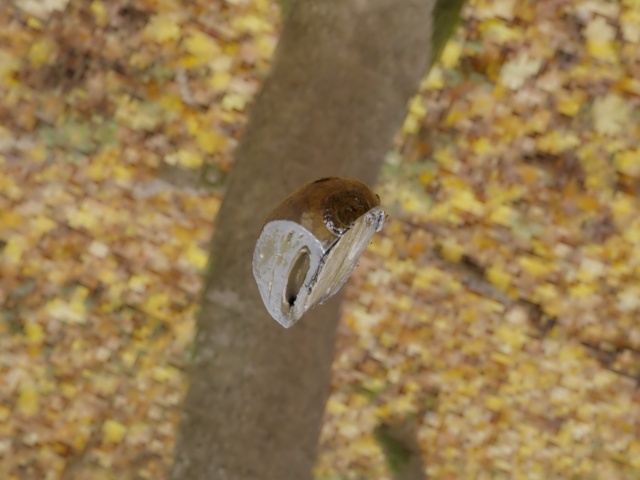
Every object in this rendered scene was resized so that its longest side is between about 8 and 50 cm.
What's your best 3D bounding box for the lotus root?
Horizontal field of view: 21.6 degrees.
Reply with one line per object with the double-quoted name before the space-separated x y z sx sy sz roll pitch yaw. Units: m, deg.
"lotus root" -0.002 -0.001 0.588 0.030 0.037 0.083 47 156 8
